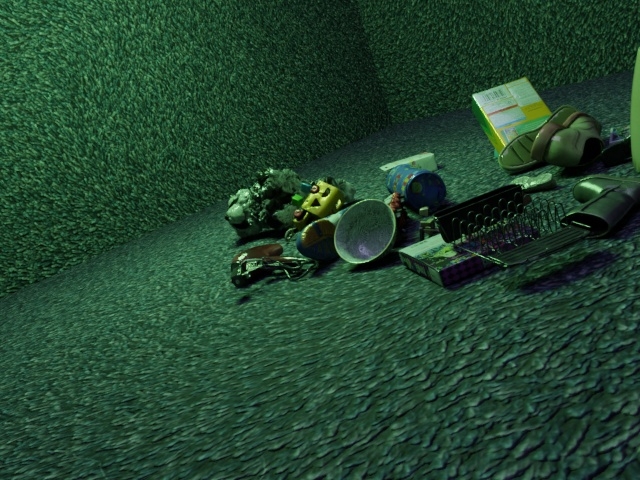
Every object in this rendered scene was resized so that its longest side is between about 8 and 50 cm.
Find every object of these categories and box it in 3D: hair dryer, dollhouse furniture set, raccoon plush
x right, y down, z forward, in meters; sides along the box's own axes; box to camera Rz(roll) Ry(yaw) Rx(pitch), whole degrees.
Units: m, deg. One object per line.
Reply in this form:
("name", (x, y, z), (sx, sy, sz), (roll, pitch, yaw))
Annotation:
("hair dryer", (-0.132, 0.071, 1.729), (0.223, 0.080, 0.293), (-3, 18, -6))
("dollhouse furniture set", (0.295, -0.048, 1.575), (0.081, 0.091, 0.114), (3, 17, 20))
("raccoon plush", (-0.125, -0.105, 2.308), (0.446, 0.216, 0.299), (7, -16, -30))

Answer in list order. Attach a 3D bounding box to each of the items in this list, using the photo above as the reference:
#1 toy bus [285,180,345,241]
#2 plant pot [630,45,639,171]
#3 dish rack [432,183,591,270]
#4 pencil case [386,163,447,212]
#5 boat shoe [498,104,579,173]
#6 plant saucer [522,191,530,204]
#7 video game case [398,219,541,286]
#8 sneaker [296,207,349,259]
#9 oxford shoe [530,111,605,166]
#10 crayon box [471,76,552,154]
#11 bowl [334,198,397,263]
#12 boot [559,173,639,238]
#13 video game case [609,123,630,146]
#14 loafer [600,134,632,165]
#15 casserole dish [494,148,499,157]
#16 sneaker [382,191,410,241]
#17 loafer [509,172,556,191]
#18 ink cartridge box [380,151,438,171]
("toy bus", (-0.005, -0.086, 2.044), (0.104, 0.202, 0.191), (26, 29, 27))
("plant pot", (0.824, -0.329, 1.458), (0.256, 0.274, 0.256), (-22, 20, 8))
("dish rack", (0.366, -0.028, 1.226), (0.208, 0.074, 0.271), (-22, 19, -11))
("pencil case", (0.290, -0.164, 1.935), (0.133, 0.119, 0.306), (10, 10, -8))
("boat shoe", (0.678, -0.294, 1.981), (0.302, 0.113, 0.103), (-34, -21, -8))
("plant saucer", (0.455, -0.098, 1.647), (0.168, 0.029, 0.168), (-18, 14, 5))
("video game case", (0.309, 0.016, 1.348), (0.232, 0.042, 0.210), (-21, 15, -11))
("sneaker", (0.000, 0.000, 1.744), (0.131, 0.112, 0.296), (-21, 2, 30))
("oxford shoe", (0.742, -0.271, 1.825), (0.146, 0.141, 0.397), (31, 36, 30))
("crayon box", (0.671, -0.392, 2.156), (0.203, 0.083, 0.323), (-19, 55, -1))
("bowl", (0.126, -0.009, 1.559), (0.170, 0.170, 0.080), (-10, -28, 33))
("boot", (0.560, -0.067, 1.317), (0.208, 0.076, 0.189), (-34, 17, -29))
("video game case", (0.960, -0.326, 1.893), (0.183, 0.023, 0.201), (-11, 16, 29))
("loafer", (0.819, -0.250, 1.670), (0.170, 0.062, 0.061), (-21, 2, 21))
("casserole dish", (0.676, -0.322, 2.233), (0.114, 0.037, 0.188), (-18, 12, 1))
("sneaker", (0.170, -0.061, 1.729), (0.135, 0.098, 0.276), (-12, 16, 16))
("loafer", (0.563, -0.146, 1.689), (0.125, 0.039, 0.045), (-8, 50, 49))
("ink cartridge box", (0.336, -0.277, 2.445), (0.198, 0.067, 0.115), (-17, 13, -1))
